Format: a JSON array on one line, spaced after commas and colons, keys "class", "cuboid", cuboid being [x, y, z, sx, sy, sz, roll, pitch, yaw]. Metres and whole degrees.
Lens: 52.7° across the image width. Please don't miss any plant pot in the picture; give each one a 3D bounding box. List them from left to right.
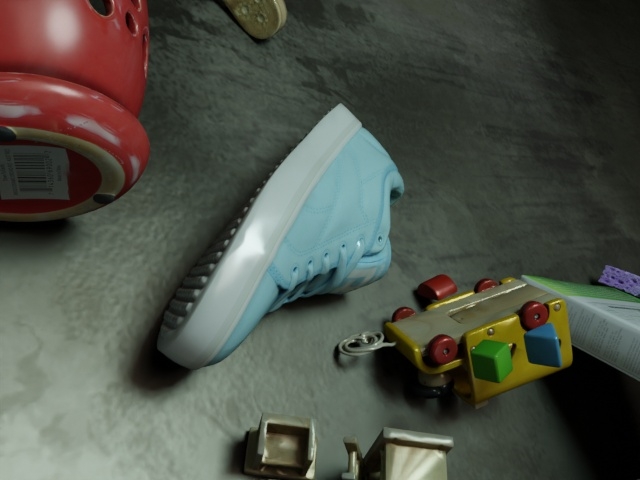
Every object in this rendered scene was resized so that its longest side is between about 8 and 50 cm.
[{"class": "plant pot", "cuboid": [-0.218, -0.117, 0.459, 0.191, 0.191, 0.174, 8, 63, -36]}]

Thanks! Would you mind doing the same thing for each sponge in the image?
[{"class": "sponge", "cuboid": [0.533, 0.089, 0.991, 0.210, 0.031, 0.117, 17, 6, -37]}]

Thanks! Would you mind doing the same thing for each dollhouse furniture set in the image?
[{"class": "dollhouse furniture set", "cuboid": [0.013, 0.243, 0.487, 0.160, 0.101, 0.182, 9, 52, -5]}]

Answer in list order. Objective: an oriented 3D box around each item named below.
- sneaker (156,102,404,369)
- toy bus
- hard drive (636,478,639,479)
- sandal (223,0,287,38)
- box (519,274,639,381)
[{"class": "sneaker", "cuboid": [0.000, 0.000, 0.594, 0.150, 0.135, 0.366, 40, 44, -6]}, {"class": "toy bus", "cuboid": [0.151, 0.114, 0.656, 0.191, 0.202, 0.105, -37, 118, -55]}, {"class": "hard drive", "cuboid": [0.488, 0.281, 0.750, 0.307, 0.203, 0.040, 12, 53, -34]}, {"class": "sandal", "cuboid": [-0.139, -0.333, 0.752, 0.240, 0.088, 0.079, 48, 36, -9]}, {"class": "box", "cuboid": [0.421, 0.131, 0.767, 0.232, 0.059, 0.322, 9, 15, -37]}]
